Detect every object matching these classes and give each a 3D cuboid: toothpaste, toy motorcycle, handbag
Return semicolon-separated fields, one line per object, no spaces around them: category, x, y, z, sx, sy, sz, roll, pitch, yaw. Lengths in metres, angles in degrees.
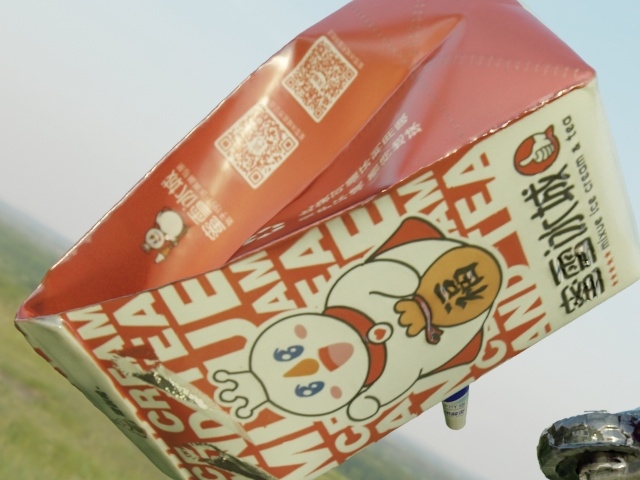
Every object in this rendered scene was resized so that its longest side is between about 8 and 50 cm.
toothpaste;0.084;0.094;0.897;0.024;0.015;0.083;-4;-37;3
toy motorcycle;0.319;0.162;1.059;0.307;0.108;0.173;-9;-34;19
handbag;0.000;0.000;0.729;0.151;0.298;0.171;58;-3;44
